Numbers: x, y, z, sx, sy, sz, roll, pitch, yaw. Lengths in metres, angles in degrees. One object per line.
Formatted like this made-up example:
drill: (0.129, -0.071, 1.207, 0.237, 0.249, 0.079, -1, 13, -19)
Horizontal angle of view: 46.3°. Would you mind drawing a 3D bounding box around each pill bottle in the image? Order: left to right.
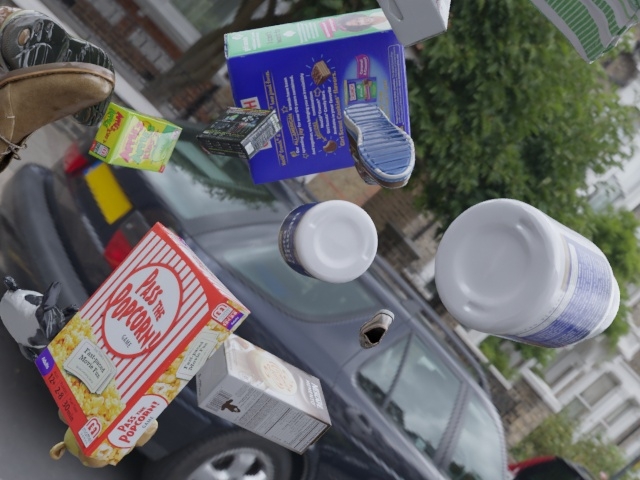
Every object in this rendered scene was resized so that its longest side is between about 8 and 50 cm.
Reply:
pill bottle: (0.000, 0.000, 0.908, 0.094, 0.094, 0.169, 47, -10, -10)
pill bottle: (0.194, 0.038, 0.665, 0.187, 0.112, 0.112, 19, 25, -48)

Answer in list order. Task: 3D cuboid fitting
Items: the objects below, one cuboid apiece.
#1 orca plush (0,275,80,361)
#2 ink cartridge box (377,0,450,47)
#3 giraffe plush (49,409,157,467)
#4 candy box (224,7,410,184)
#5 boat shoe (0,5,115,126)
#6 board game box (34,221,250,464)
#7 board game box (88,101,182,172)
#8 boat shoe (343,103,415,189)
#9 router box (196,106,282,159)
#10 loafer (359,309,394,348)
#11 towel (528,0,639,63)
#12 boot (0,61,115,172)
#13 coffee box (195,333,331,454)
orca plush: (-0.461, 0.111, 1.268, 0.287, 0.102, 0.151, -34, -101, 55)
ink cartridge box: (0.137, -0.392, 1.105, 0.127, 0.072, 0.175, 52, 36, -37)
giraffe plush: (-0.441, 0.369, 1.462, 0.181, 0.170, 0.210, 15, 29, -34)
candy box: (-0.002, -0.271, 1.417, 0.122, 0.317, 0.268, -104, -175, -54)
boat shoe: (-0.420, -0.273, 1.145, 0.120, 0.122, 0.324, 22, -7, 10)
board game box: (-0.180, 0.096, 0.739, 0.147, 0.193, 0.045, 39, -3, 41)
board game box: (-0.316, -0.173, 1.297, 0.043, 0.092, 0.181, 28, 8, 15)
boat shoe: (0.074, -0.105, 0.925, 0.183, 0.066, 0.066, -106, -172, -55)
router box: (-0.139, -0.185, 1.278, 0.122, 0.092, 0.038, 14, -38, 42)
loafer: (0.099, 0.175, 1.409, 0.045, 0.125, 0.039, 24, 50, -4)
towel: (0.344, -0.371, 1.057, 0.248, 0.038, 0.325, 48, 8, 5)
boot: (-0.398, -0.146, 0.977, 0.112, 0.305, 0.115, 28, 49, -68)
coffee box: (-0.112, 0.292, 1.444, 0.246, 0.098, 0.141, 32, 19, -27)
